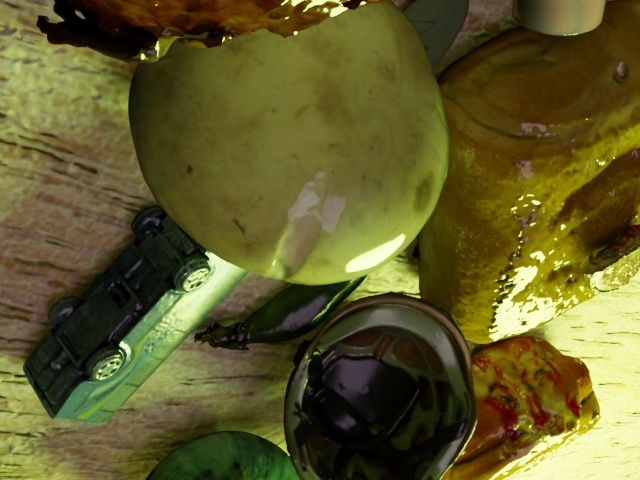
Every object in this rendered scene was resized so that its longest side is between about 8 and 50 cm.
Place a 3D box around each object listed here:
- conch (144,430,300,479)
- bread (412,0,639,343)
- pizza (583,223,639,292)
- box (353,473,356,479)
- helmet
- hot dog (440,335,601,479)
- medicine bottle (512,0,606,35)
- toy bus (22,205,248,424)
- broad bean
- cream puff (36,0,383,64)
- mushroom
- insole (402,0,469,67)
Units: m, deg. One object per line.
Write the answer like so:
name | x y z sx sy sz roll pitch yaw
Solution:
conch | -0.100 0.281 1.011 0.176 0.122 0.188 -18 132 -3
bread | 0.259 -0.062 0.961 0.328 0.148 0.337 -20 135 -21
pizza | 0.295 0.023 0.946 0.100 0.029 0.099 -31 151 -9
box | 0.042 0.288 1.082 0.245 0.035 0.139 -61 149 -34
helmet | 0.052 0.167 0.988 0.198 0.130 0.224 22 82 -11
hot dog | 0.237 0.212 1.187 0.257 0.150 0.153 -26 146 -17
medicine bottle | 0.203 -0.269 0.767 0.094 0.119 0.188 -24 135 -23
toy bus | -0.152 0.053 0.819 0.236 0.079 0.094 -46 154 6
broad bean | 0.000 0.000 0.898 0.144 0.049 0.292 15 116 -39
cream puff | -0.038 -0.261 0.464 0.350 0.350 0.228 -36 131 -6
mushroom | -0.014 -0.082 0.708 0.255 0.255 0.184 -5 162 -33
insole | 0.067 -0.152 0.821 0.188 0.004 0.064 -51 125 -8
